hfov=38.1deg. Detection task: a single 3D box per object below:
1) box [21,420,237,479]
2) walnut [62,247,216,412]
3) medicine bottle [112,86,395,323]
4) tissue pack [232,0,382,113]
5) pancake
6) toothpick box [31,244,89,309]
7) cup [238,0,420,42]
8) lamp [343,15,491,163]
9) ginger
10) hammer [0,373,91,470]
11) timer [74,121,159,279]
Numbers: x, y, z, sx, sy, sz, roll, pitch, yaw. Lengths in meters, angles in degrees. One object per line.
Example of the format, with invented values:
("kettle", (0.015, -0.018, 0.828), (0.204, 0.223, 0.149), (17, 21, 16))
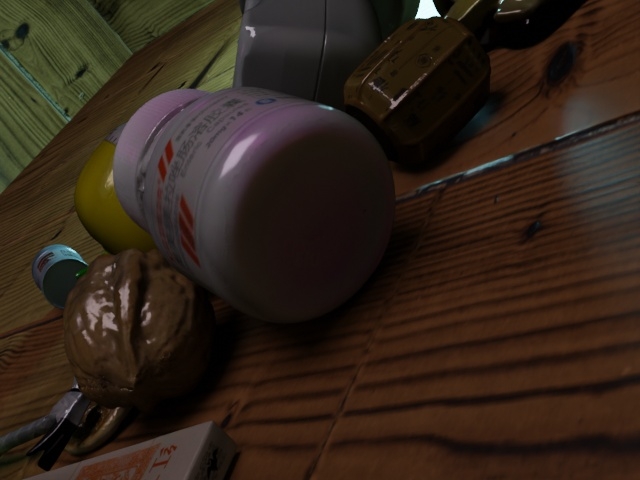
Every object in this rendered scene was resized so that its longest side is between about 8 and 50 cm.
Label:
("box", (-0.262, 0.325, 1.014), (0.365, 0.051, 0.204), (-23, 28, 35))
("walnut", (-0.231, 0.112, 1.186), (0.198, 0.198, 0.245), (-35, 30, 13))
("medicine bottle", (-0.095, -0.062, 1.134), (0.256, 0.256, 0.325), (-46, 38, -14))
("tissue pack", (-0.013, -0.279, 1.430), (0.333, 0.236, 0.229), (-92, 11, -57))
("pancake", (-0.298, 0.229, 1.276), (0.158, 0.028, 0.158), (-36, 21, 17))
("toothpick box", (-0.497, 0.068, 1.787), (0.101, 0.101, 0.153), (-45, 23, -11))
("cup", (0.042, -0.436, 1.652), (0.347, 0.347, 0.163), (-37, 47, 7))
("lamp", (0.131, -0.203, 1.251), (0.185, 0.161, 0.161), (-42, 22, -12))
("ginger", (0.288, -0.476, 1.445), (0.358, 0.211, 0.413), (-14, 34, 50))
("hammer", (-0.459, 0.292, 1.363), (0.427, 0.044, 0.152), (-27, 32, 41))
("timer", (-0.267, -0.017, 1.401), (0.285, 0.285, 0.285), (-33, 24, 16))
